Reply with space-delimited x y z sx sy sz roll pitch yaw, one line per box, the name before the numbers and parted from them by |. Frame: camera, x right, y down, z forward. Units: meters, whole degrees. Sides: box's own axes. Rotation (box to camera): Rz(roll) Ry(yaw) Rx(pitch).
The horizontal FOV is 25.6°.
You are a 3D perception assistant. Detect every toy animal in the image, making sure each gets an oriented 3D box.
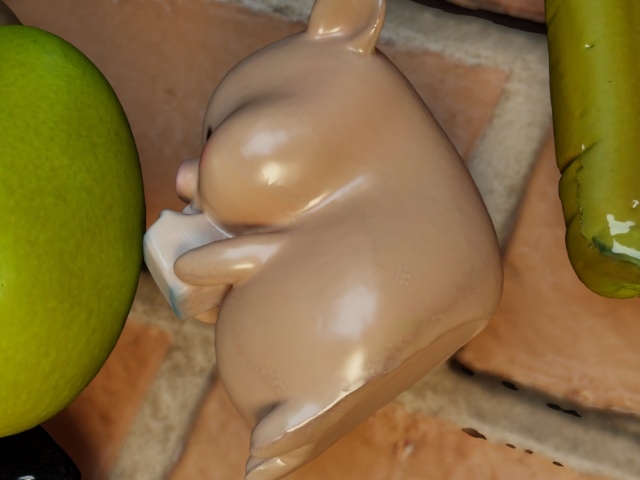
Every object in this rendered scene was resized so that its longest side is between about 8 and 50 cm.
toy animal | -0.003 -0.003 0.906 0.213 0.195 0.256 -24 74 -11

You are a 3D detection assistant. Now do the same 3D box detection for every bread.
bread | 0.234 -0.124 0.935 0.166 0.112 0.383 -6 63 10

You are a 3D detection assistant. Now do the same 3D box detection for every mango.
mango | -0.194 0.001 0.890 0.149 0.185 0.273 -8 47 41

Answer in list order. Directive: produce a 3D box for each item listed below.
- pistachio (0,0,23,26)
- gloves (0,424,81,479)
pistachio | -0.285 -0.076 1.031 0.181 0.162 0.293 -18 58 37
gloves | -0.180 0.238 0.885 0.164 0.124 0.203 -47 53 11
